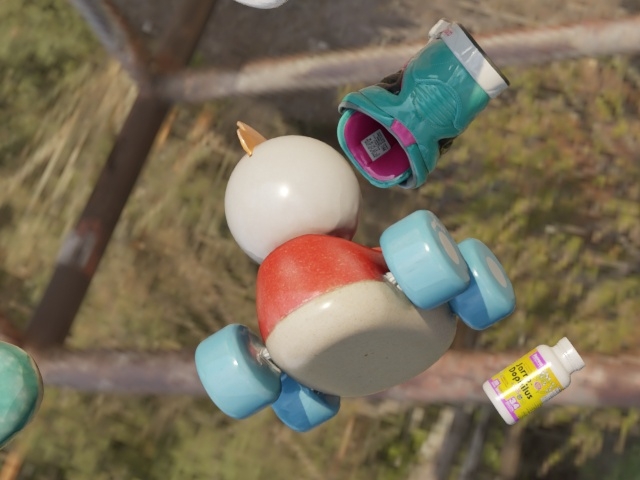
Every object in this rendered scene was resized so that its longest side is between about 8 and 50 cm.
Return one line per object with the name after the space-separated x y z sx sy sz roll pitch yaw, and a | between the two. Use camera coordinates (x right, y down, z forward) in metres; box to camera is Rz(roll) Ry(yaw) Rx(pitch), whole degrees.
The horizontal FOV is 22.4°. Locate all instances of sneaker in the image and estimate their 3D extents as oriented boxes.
0.105 -0.139 1.733 0.178 0.295 0.124 -39 91 5 | sneaker

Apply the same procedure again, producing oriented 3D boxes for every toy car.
0.000 0.000 1.327 0.219 0.238 0.210 -32 156 17 | toy car

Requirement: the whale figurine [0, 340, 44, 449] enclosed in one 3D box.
-0.208 0.131 0.542 0.216 0.272 0.141 35 -175 19 | whale figurine

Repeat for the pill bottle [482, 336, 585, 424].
0.183 0.118 1.376 0.083 0.043 0.043 -35 127 3 | pill bottle

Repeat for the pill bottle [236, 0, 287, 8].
-0.009 -0.303 1.270 0.131 0.229 0.131 34 158 16 | pill bottle
